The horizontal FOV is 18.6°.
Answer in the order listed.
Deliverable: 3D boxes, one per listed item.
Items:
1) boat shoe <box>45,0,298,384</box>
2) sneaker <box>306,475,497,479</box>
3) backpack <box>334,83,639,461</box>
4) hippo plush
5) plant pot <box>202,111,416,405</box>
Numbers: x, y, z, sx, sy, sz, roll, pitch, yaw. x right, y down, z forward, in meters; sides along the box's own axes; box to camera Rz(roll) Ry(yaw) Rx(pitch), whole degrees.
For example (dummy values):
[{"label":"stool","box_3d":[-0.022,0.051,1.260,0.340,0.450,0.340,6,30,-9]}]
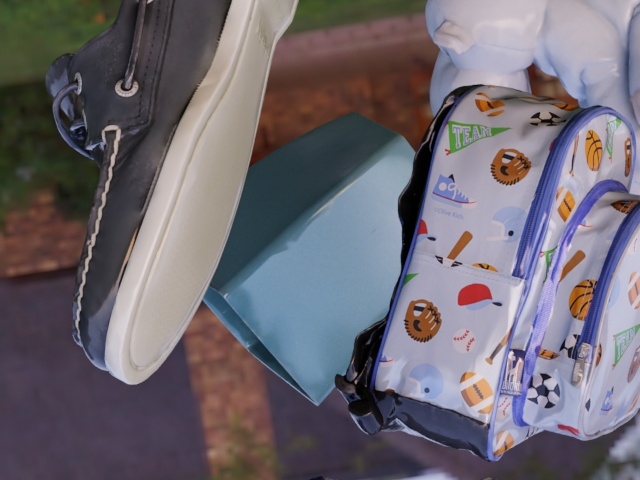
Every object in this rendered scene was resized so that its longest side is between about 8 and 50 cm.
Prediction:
[{"label":"boat shoe","box_3d":[-0.093,-0.090,1.082,0.113,0.340,0.127,13,166,11]},{"label":"sneaker","box_3d":[0.087,0.222,1.509,0.131,0.112,0.296,-44,140,15]},{"label":"backpack","box_3d":[0.152,0.020,1.445,0.213,0.263,0.276,7,-175,18]},{"label":"hippo plush","box_3d":[0.215,-0.168,1.763,0.236,0.294,0.234,-1,-144,-5]},{"label":"plant pot","box_3d":[0.000,0.000,1.882,0.234,0.165,0.165,-44,-149,-9]}]
